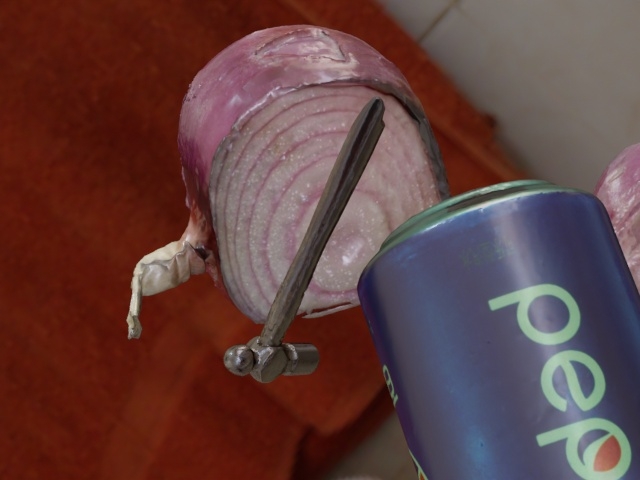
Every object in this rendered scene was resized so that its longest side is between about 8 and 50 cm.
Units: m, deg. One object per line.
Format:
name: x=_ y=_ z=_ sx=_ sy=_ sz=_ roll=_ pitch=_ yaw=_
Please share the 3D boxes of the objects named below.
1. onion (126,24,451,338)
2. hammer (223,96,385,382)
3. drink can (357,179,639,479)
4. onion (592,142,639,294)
onion: x=-0.022 y=-0.056 z=1.365 sx=0.230 sy=0.272 sz=0.256 roll=-131 pitch=52 yaw=-66
hammer: x=0.000 y=0.000 z=0.916 sx=0.021 sy=0.065 sz=0.178 roll=35 pitch=108 yaw=41
drink can: x=0.096 y=0.083 z=0.683 sx=0.118 sy=0.205 sz=0.118 roll=-17 pitch=-21 yaw=-6
onion: x=0.435 y=-0.017 z=1.577 sx=0.349 sy=0.267 sz=0.159 roll=-42 pitch=16 yaw=20
